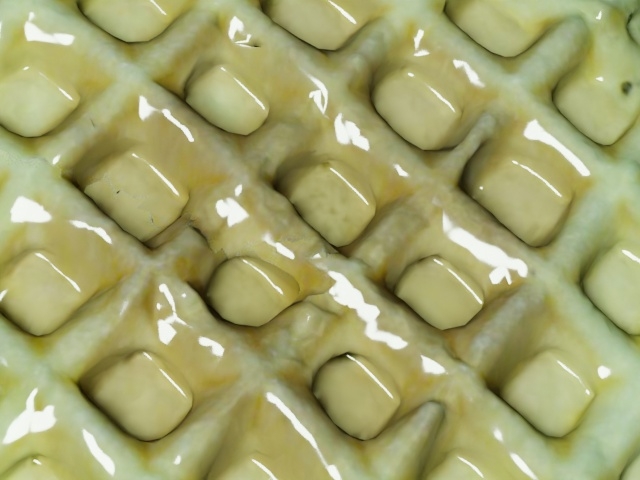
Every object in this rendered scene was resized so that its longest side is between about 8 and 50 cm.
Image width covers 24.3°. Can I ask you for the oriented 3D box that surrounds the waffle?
[{"bbox_3d":[0.000,0.000,0.471,0.291,0.056,0.309,-2,64,-13],"label":"waffle"}]
